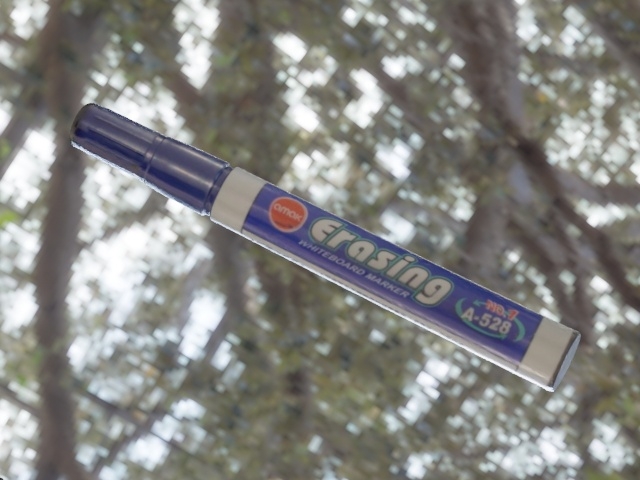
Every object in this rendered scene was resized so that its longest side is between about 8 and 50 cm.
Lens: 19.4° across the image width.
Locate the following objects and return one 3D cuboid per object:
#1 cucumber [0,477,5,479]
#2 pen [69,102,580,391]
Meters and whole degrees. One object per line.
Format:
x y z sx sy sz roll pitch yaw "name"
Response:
-0.094 0.217 0.998 0.300 0.072 0.072 27 -97 27 "cucumber"
0.000 0.000 0.690 0.025 0.204 0.025 -62 173 -13 "pen"
